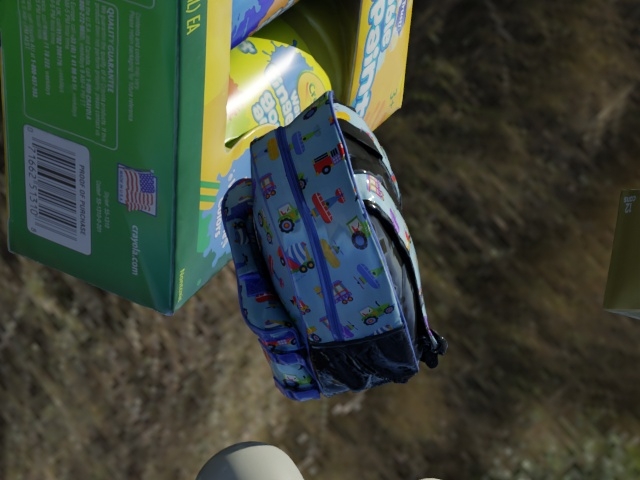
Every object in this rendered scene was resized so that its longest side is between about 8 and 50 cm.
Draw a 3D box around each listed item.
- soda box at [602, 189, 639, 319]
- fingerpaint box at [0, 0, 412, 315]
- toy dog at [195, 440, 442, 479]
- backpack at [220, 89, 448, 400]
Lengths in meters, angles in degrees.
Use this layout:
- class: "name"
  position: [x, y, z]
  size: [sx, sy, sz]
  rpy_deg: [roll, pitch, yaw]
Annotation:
- class: "soda box"
  position: [0.199, 0.008, 0.703]
  size: [0.061, 0.058, 0.181]
  rpy_deg: [14, 171, -29]
- class: "fingerpaint box"
  position: [-0.065, -0.231, 1.251]
  size: [0.371, 0.163, 0.445]
  rpy_deg: [-44, 147, -48]
- class: "toy dog"
  position: [0.000, 0.304, 1.033]
  size: [0.220, 0.334, 0.161]
  rpy_deg: [16, 135, -27]
- class: "backpack"
  position: [0.000, 0.000, 1.065]
  size: [0.116, 0.158, 0.173]
  rpy_deg: [-16, 147, 3]
